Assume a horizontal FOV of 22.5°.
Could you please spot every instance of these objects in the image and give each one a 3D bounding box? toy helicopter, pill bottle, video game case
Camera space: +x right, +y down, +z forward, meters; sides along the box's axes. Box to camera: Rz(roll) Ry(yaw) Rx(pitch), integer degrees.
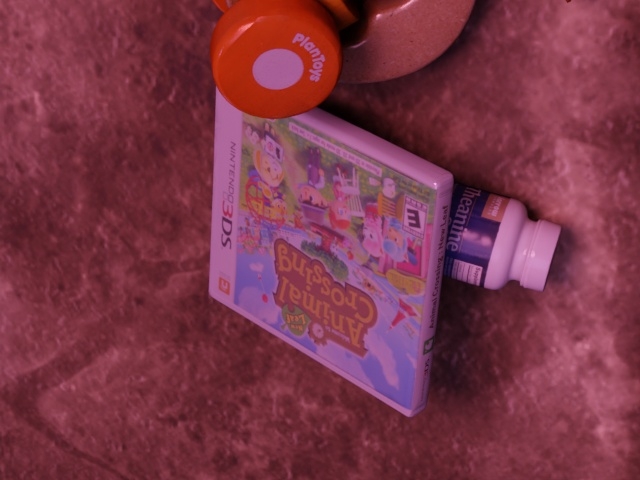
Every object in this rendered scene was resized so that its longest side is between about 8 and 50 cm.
[{"bbox_3d":[0.039,-0.247,0.974,0.234,0.140,0.355,-5,131,-3],"label":"toy helicopter"},{"bbox_3d":[0.107,-0.004,1.138,0.120,0.067,0.067,17,123,10],"label":"pill bottle"},{"bbox_3d":[0.000,0.000,1.149,0.212,0.023,0.193,29,129,34],"label":"video game case"}]
